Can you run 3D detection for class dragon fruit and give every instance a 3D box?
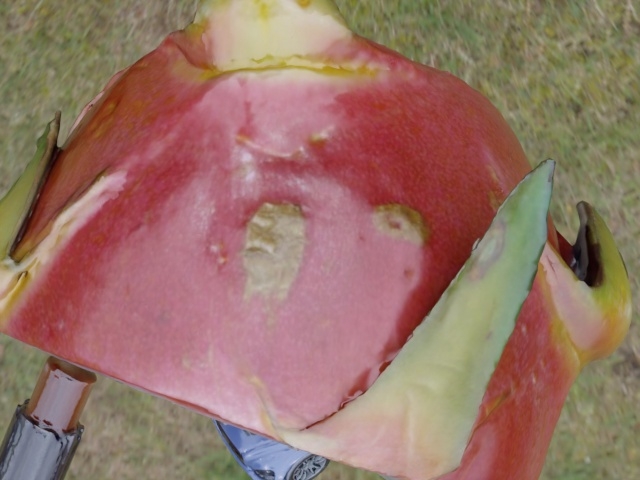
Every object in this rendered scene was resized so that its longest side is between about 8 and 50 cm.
[{"bbox_3d":[0.000,0.000,0.677,0.291,0.290,0.189,22,83,-9],"label":"dragon fruit"}]

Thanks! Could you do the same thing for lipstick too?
[{"bbox_3d":[-0.278,0.239,1.318,0.081,0.081,0.299,22,104,-8],"label":"lipstick"}]

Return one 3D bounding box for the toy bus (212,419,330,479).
[{"bbox_3d":[0.013,0.093,1.326,0.292,0.125,0.133,-43,147,6],"label":"toy bus"}]
